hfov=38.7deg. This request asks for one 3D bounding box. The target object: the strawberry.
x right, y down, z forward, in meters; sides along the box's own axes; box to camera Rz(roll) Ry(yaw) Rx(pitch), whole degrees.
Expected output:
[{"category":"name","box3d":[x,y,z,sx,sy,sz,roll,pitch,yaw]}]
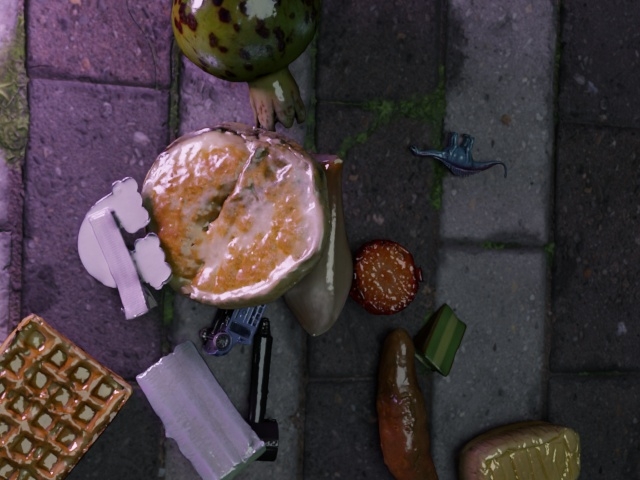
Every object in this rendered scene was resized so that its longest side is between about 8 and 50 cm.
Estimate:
[{"category":"strawberry","box3d":[0.107,0.066,1.639,0.145,0.086,0.145,-1,92,-20]}]

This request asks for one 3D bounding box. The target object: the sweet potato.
[{"category":"sweet potato","box3d":[0.152,0.337,1.655,0.106,0.095,0.355,-15,94,-13]}]

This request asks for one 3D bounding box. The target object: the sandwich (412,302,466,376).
[{"category":"sandwich","box3d":[0.232,0.183,1.688,0.074,0.074,0.116,45,78,-14]}]

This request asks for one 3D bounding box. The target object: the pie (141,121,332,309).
[{"category":"pie","box3d":[-0.141,-0.043,1.506,0.339,0.077,0.339,-1,84,12]}]

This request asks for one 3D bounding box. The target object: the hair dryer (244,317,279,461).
[{"category":"hair dryer","box3d":[-0.122,0.257,1.582,0.114,0.070,0.248,6,85,-18]}]

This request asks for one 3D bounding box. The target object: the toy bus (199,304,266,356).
[{"category":"toy bus","box3d":[-0.140,0.125,1.566,0.076,0.073,0.167,27,81,-27]}]

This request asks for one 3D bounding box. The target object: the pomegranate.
[{"category":"pomegranate","box3d":[-0.127,-0.331,1.502,0.242,0.242,0.306,0,117,-18]}]

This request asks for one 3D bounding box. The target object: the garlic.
[{"category":"garlic","box3d":[-0.006,0.001,1.578,0.112,0.143,0.318,-3,93,-39]}]

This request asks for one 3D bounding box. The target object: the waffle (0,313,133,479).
[{"category":"waffle","box3d":[-0.477,0.294,1.452,0.213,0.091,0.308,40,78,-14]}]

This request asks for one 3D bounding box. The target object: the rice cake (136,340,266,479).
[{"category":"rice cake","box3d":[-0.200,0.293,1.518,0.127,0.043,0.237,-36,75,-11]}]

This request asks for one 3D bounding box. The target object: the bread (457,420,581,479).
[{"category":"bread","box3d":[0.373,0.420,1.722,0.236,0.106,0.140,-10,93,-18]}]

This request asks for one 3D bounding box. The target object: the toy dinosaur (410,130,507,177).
[{"category":"toy dinosaur","box3d":[0.263,-0.160,1.709,0.197,0.045,0.080,13,100,-11]}]

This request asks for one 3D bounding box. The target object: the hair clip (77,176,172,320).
[{"category":"hair clip","box3d":[-0.327,0.020,1.489,0.140,0.054,0.220,-24,86,11]}]
